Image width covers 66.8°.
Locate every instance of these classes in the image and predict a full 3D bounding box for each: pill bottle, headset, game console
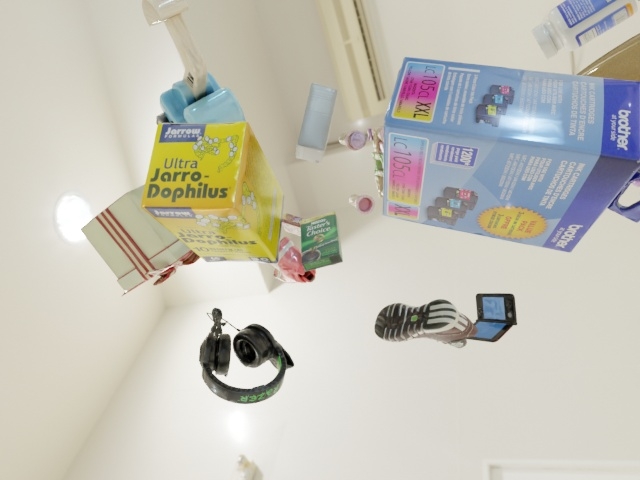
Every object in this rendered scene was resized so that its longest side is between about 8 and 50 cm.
[{"bbox_3d":[0.823,-0.701,1.533,0.152,0.272,0.152,35,-140,-37],"label":"pill bottle"},{"bbox_3d":[-0.265,0.355,1.502,0.394,0.244,0.185,49,136,44],"label":"headset"},{"bbox_3d":[0.454,0.208,1.329,0.085,0.144,0.124,-1,-95,-24],"label":"game console"}]

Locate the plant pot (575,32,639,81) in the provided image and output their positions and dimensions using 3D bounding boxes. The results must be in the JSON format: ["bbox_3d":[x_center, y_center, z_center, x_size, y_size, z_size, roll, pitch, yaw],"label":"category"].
[{"bbox_3d":[0.691,-0.338,1.044,0.237,0.254,0.237,11,-106,-44],"label":"plant pot"}]

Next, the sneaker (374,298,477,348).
[{"bbox_3d":[0.272,0.231,1.230,0.163,0.281,0.106,30,-114,-24],"label":"sneaker"}]

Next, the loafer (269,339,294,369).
[{"bbox_3d":[-0.169,0.378,1.702,0.223,0.078,0.076,54,-138,-32],"label":"loafer"}]

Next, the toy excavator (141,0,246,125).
[{"bbox_3d":[-0.342,-0.417,1.380,0.222,0.445,0.432,-35,-83,-21],"label":"toy excavator"}]

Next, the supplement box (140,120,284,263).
[{"bbox_3d":[-0.218,-0.090,1.100,0.356,0.194,0.195,66,-154,-68],"label":"supplement box"}]

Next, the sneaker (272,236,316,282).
[{"bbox_3d":[-0.075,0.100,1.546,0.116,0.136,0.314,-50,-16,-8],"label":"sneaker"}]

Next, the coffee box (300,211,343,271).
[{"bbox_3d":[0.000,0.000,1.374,0.184,0.113,0.040,-92,-17,-48],"label":"coffee box"}]

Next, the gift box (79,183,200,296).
[{"bbox_3d":[-0.498,-0.002,1.397,0.258,0.255,0.276,55,-149,-11],"label":"gift box"}]

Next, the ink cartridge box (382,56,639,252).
[{"bbox_3d":[0.306,-0.123,0.767,0.270,0.396,0.151,76,-153,-62],"label":"ink cartridge box"}]

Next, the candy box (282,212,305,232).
[{"bbox_3d":[-0.123,-0.073,2.346,0.186,0.109,0.053,75,-145,-77],"label":"candy box"}]

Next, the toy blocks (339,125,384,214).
[{"bbox_3d":[0.249,-0.250,1.596,0.260,0.309,0.288,-139,36,-70],"label":"toy blocks"}]

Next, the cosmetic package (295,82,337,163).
[{"bbox_3d":[-0.013,-0.402,1.681,0.127,0.107,0.237,111,174,-75],"label":"cosmetic package"}]

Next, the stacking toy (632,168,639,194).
[{"bbox_3d":[0.771,-0.049,1.005,0.141,0.141,0.330,6,-119,-67],"label":"stacking toy"}]
